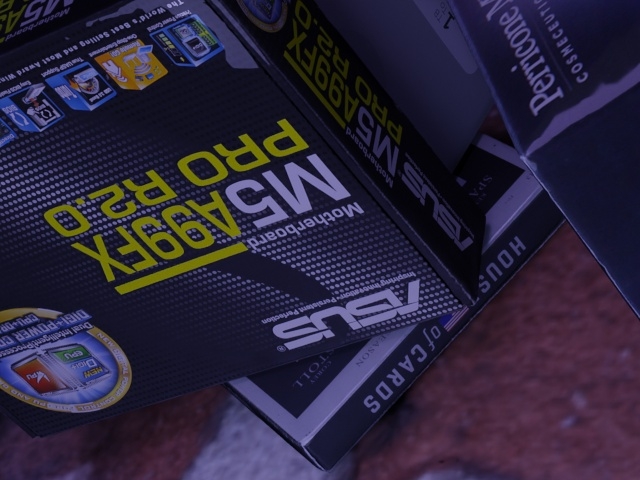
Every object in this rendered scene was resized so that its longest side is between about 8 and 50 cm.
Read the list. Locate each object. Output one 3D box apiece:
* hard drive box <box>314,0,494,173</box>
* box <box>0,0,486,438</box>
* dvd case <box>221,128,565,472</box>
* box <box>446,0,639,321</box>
[{"bbox_3d":[-0.054,-0.106,0.908,0.232,0.181,0.089,6,55,46],"label":"hard drive box"},{"bbox_3d":[-0.094,-0.020,0.822,0.270,0.216,0.060,-18,40,30],"label":"box"},{"bbox_3d":[0.000,0.000,0.925,0.179,0.029,0.238,-47,34,-7],"label":"dvd case"},{"bbox_3d":[0.206,-0.135,0.744,0.294,0.183,0.296,-34,35,13],"label":"box"}]
